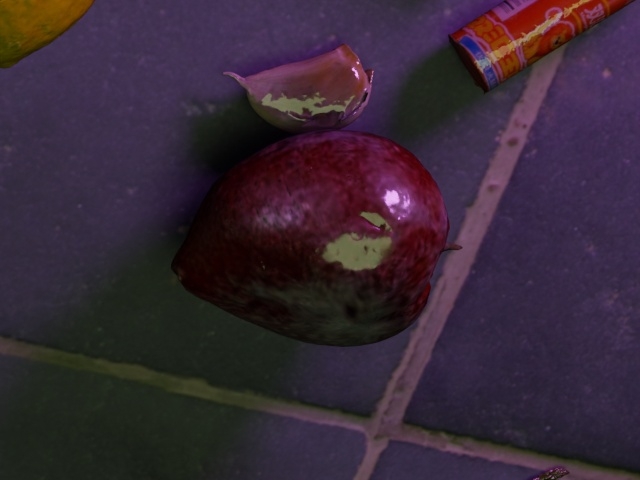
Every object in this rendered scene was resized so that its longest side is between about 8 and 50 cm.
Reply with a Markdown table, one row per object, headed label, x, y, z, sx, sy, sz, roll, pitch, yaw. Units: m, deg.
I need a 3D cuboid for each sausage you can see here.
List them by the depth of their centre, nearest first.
| label | x | y | z | sx | sy | sz | roll | pitch | yaw |
| --- | --- | --- | --- | --- | --- | --- | --- | --- | --- |
| sausage | 0.263 | -0.250 | 1.841 | 0.274 | 0.074 | 0.074 | -32 | 120 | -3 |

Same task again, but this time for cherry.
| label | x | y | z | sx | sy | sz | roll | pitch | yaw |
| --- | --- | --- | --- | --- | --- | --- | --- | --- | --- |
| cherry | 0.000 | 0.000 | 1.792 | 0.300 | 0.203 | 0.230 | -5 | 156 | -9 |

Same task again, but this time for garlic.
| label | x | y | z | sx | sy | sz | roll | pitch | yaw |
| --- | --- | --- | --- | --- | --- | --- | --- | --- | --- |
| garlic | -0.017 | -0.144 | 1.808 | 0.152 | 0.066 | 0.084 | -16 | 88 | -10 |

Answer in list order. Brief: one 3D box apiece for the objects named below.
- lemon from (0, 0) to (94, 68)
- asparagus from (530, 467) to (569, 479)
| label | x | y | z | sx | sy | sz | roll | pitch | yaw |
| --- | --- | --- | --- | --- | --- | --- | --- | --- | --- |
| lemon | -0.315 | -0.259 | 1.556 | 0.288 | 0.233 | 0.233 | -10 | 118 | -11 |
| asparagus | 0.241 | 0.294 | 2.129 | 0.114 | 0.014 | 0.015 | -27 | 121 | -4 |
